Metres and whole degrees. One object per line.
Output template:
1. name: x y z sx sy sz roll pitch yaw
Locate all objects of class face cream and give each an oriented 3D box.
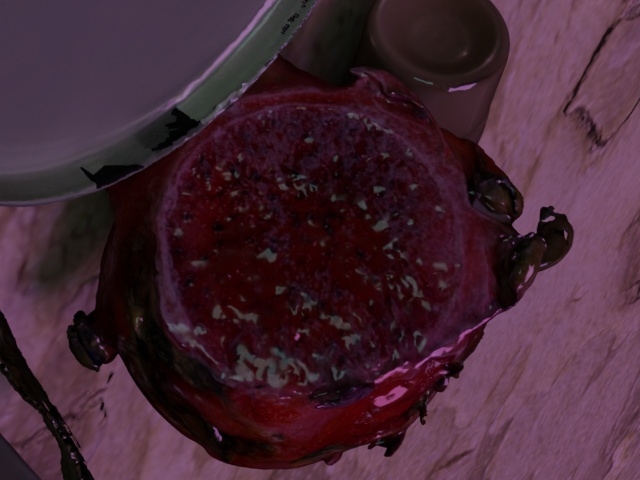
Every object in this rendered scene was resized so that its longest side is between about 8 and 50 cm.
1. face cream: 0.039 -0.026 1.077 0.137 0.084 0.341 -32 158 -26

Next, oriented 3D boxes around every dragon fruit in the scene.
1. dragon fruit: 0.000 0.000 0.878 0.282 0.211 0.147 -13 159 -4

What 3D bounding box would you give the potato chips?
1. potato chips: -0.146 0.082 0.888 0.026 0.142 0.209 -26 110 -11

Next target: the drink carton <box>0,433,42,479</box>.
1. drink carton: -0.241 0.188 0.864 0.222 0.134 0.102 -55 155 16

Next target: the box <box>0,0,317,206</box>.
1. box: -0.104 -0.142 0.597 0.226 0.149 0.226 -37 152 -23
